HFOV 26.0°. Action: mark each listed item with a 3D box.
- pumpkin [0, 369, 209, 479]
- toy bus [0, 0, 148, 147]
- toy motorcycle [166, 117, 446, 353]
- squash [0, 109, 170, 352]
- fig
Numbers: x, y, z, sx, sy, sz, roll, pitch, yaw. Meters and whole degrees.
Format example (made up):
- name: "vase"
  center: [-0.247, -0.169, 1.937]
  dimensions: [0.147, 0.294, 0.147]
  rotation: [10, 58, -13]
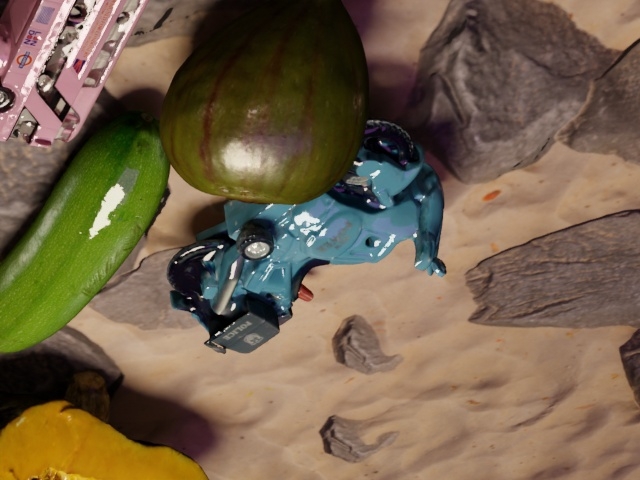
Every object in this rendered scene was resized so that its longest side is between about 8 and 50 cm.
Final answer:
- name: "pumpkin"
  center: [-0.242, 0.238, 1.334]
  dimensions: [0.139, 0.221, 0.317]
  rotation: [-11, 153, 40]
- name: "toy bus"
  center: [-0.180, -0.150, 0.962]
  dimensions: [0.090, 0.063, 0.203]
  rotation: [9, 134, -32]
- name: "toy motorcycle"
  center: [0.000, 0.000, 1.186]
  dimensions: [0.272, 0.123, 0.182]
  rotation: [-35, 135, 27]
- name: "squash"
  center: [-0.204, 0.006, 1.136]
  dimensions: [0.082, 0.082, 0.292]
  rotation: [14, 133, -35]
- name: "fig"
  center: [-0.024, -0.152, 1.010]
  dimensions: [0.151, 0.151, 0.259]
  rotation: [7, 108, -29]
